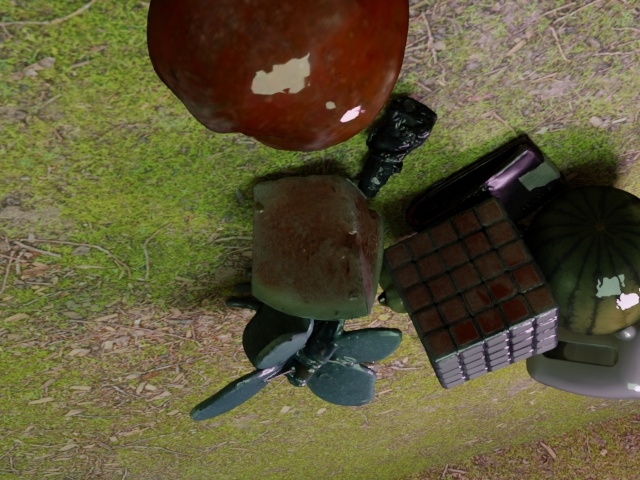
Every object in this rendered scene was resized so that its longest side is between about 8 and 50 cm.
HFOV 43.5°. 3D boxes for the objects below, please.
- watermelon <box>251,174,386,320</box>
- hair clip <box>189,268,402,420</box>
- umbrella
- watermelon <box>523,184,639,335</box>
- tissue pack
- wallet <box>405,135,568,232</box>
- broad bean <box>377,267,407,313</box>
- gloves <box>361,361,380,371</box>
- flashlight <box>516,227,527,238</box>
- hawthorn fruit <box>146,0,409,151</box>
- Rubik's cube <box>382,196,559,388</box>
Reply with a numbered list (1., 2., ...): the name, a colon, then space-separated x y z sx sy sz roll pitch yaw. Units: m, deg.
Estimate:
1. watermelon: 0.000 0.000 1.302 0.213 0.261 0.201 -1 127 5
2. hair clip: -0.047 0.164 1.531 0.392 0.238 0.318 1 146 -27
3. umbrella: 0.104 -0.135 1.267 0.080 0.071 0.224 27 149 -2
4. watermelon: 0.536 0.045 1.574 0.279 0.278 0.359 -18 148 3
5. tissue pack: 0.681 0.275 2.002 0.333 0.229 0.236 3 172 38
6. wallet: 0.312 -0.070 1.483 0.262 0.071 0.221 -35 145 20
7. broad bean: 0.226 0.084 1.675 0.228 0.100 0.169 -22 157 7
8. gloves: 0.131 0.329 2.118 0.081 0.037 0.044 7 108 -26
9. flashlight: 0.397 -0.018 1.658 0.083 0.018 0.018 10 140 -39
10. hawthorn fruit: -0.038 -0.219 0.853 0.284 0.284 0.284 -12 151 -7
11. Rubik's cube: 0.274 0.103 1.440 0.238 0.237 0.237 -24 152 7
